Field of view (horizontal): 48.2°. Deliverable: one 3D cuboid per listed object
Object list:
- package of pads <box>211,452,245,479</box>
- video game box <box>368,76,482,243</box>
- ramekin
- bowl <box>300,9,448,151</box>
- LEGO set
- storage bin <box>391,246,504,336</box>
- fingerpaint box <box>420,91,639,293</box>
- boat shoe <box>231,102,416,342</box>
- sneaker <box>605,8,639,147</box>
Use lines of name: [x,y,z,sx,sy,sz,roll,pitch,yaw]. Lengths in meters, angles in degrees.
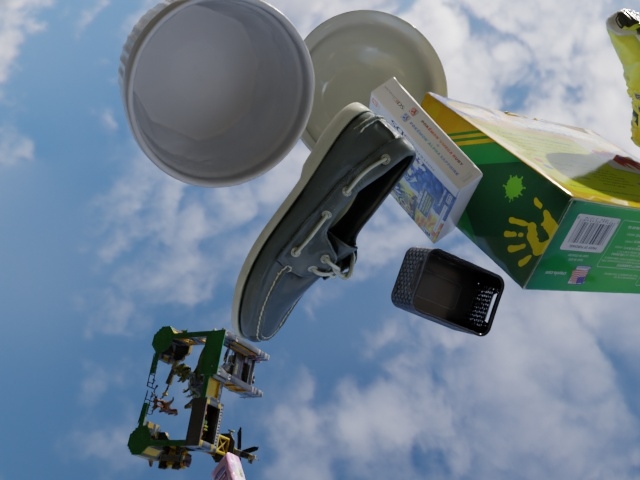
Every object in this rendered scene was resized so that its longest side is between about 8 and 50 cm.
package of pads: [-0.145,0.383,1.137,0.050,0.032,0.083,-56,-153,9]
video game box: [0.137,-0.109,1.036,0.048,0.205,0.187,-33,-107,-13]
ramekin: [-0.121,-0.171,0.783,0.207,0.207,0.109,-41,-143,-5]
bowl: [0.077,-0.267,1.344,0.298,0.298,0.134,-40,-172,-3]
LEGO set: [-0.242,0.340,1.520,0.255,0.192,0.331,-17,-126,26]
storage bin: [0.237,0.095,1.337,0.084,0.180,0.122,4,-107,68]
fingerpaint box: [0.411,-0.074,1.218,0.371,0.445,0.163,51,-52,46]
boat shoe: [0.000,0.000,0.837,0.099,0.116,0.319,34,-77,20]
sneaker: [0.628,-0.249,1.327,0.147,0.384,0.145,-31,-169,36]
